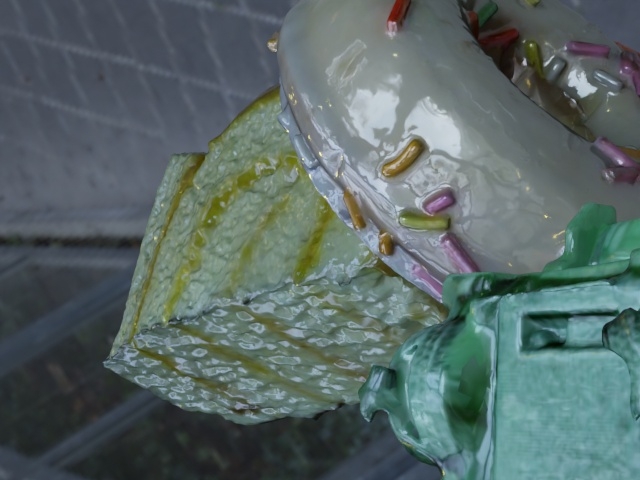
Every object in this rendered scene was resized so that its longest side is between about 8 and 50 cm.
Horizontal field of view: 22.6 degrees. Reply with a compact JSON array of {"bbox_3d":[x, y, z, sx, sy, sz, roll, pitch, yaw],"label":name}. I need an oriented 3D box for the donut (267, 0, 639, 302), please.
[{"bbox_3d":[0.145,-0.079,1.179,0.382,0.383,0.142,49,121,18],"label":"donut"}]

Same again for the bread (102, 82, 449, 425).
[{"bbox_3d":[-0.005,-0.002,1.431,0.395,0.264,0.239,-16,148,43],"label":"bread"}]

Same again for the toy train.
[{"bbox_3d":[0.071,0.058,0.392,0.099,0.081,0.149,-12,78,48],"label":"toy train"}]
